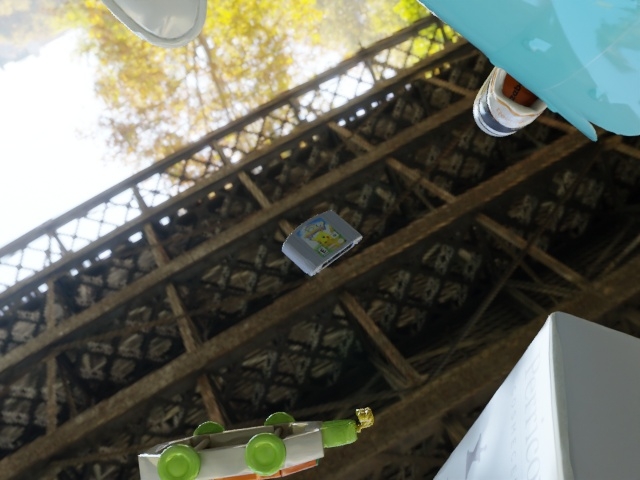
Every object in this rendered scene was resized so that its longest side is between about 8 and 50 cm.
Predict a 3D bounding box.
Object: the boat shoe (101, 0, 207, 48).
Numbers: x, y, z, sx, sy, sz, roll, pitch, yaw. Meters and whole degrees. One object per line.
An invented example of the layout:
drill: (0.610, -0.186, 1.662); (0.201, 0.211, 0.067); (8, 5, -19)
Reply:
boat shoe: (-0.211, -0.329, 0.733); (0.116, 0.319, 0.099); (-34, -175, -3)

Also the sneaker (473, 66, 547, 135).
sneaker: (0.351, -0.314, 1.145); (0.127, 0.126, 0.321); (-175, -72, -82)

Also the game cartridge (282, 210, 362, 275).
game cartridge: (0.000, 0.000, 0.829); (0.056, 0.017, 0.083); (39, -126, 23)

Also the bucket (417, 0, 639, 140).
bucket: (0.147, -0.211, 0.369); (0.281, 0.183, 0.281); (-57, -174, 9)

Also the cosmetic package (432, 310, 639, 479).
cosmetic package: (0.248, 0.338, 0.578); (0.327, 0.394, 0.329); (20, -142, -3)

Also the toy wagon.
toy wagon: (-0.088, 0.307, 1.107); (0.344, 0.068, 0.267); (-7, 173, 1)
